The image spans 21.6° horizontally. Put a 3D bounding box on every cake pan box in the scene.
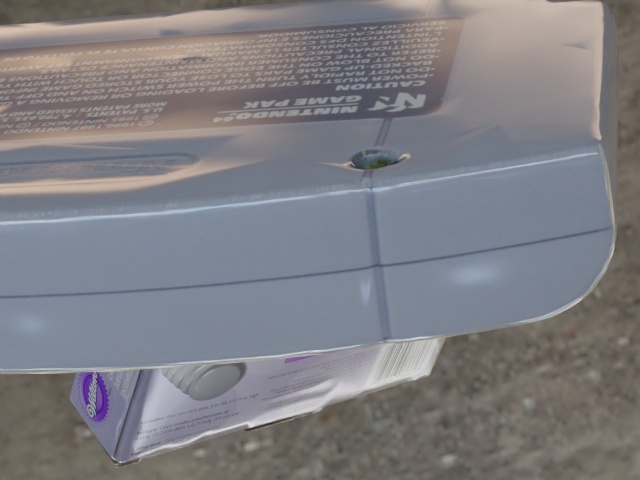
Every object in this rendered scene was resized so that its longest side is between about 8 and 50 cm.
[{"bbox_3d":[0.000,0.000,0.997,0.267,0.070,0.246,-13,138,-36],"label":"cake pan box"}]

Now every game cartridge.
[{"bbox_3d":[-0.055,-0.024,0.526,0.294,0.196,0.060,-3,109,12],"label":"game cartridge"}]
